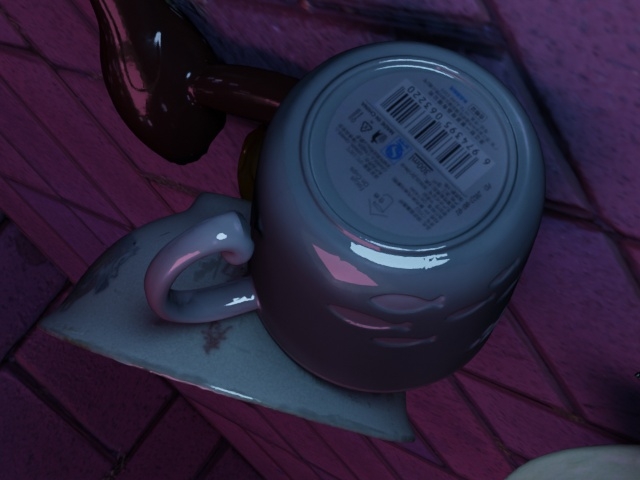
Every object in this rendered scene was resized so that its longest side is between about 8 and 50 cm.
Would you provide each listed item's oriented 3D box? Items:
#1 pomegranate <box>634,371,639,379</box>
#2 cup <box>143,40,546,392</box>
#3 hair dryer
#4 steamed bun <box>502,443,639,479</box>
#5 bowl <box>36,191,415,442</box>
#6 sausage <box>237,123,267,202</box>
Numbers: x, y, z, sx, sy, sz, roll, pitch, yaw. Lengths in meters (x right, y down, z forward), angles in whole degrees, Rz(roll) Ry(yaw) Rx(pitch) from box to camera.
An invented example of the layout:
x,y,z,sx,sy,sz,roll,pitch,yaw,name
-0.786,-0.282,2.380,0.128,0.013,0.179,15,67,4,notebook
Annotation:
x,y,z,sx,sy,sz,roll,pitch,yaw,name
0.371,0.130,1.272,0.161,0.122,0.122,6,155,11,pomegranate
0.016,-0.011,1.224,0.274,0.356,0.259,101,152,-68,cup
-0.097,-0.193,1.437,0.340,0.123,0.313,15,143,30,hair dryer
0.421,0.403,1.551,0.456,0.290,0.371,25,174,32,steamed bun
-0.074,0.064,1.513,0.434,0.196,0.435,17,176,1,bowl
-0.004,0.003,1.694,0.354,0.116,0.134,53,166,-32,sausage
